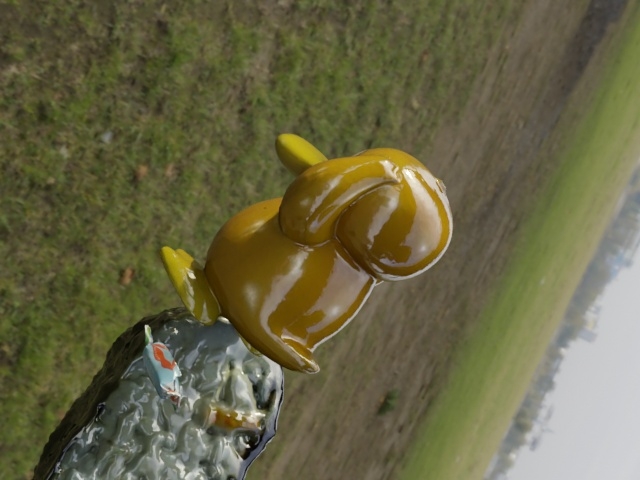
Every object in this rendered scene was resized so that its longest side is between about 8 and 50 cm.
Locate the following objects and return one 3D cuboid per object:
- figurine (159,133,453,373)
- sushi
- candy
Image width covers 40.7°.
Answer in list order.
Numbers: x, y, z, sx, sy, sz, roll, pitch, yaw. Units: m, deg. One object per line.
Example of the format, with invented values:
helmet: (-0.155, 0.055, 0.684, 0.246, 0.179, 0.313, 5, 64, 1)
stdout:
figurine: (-0.003, 0.009, 0.784, 0.228, 0.215, 0.215, -55, 163, -3)
sushi: (-0.177, 0.232, 0.895, 0.171, 0.210, 0.350, -28, -144, 62)
candy: (-0.123, 0.097, 0.665, 0.020, 0.083, 0.030, -13, 128, -21)
